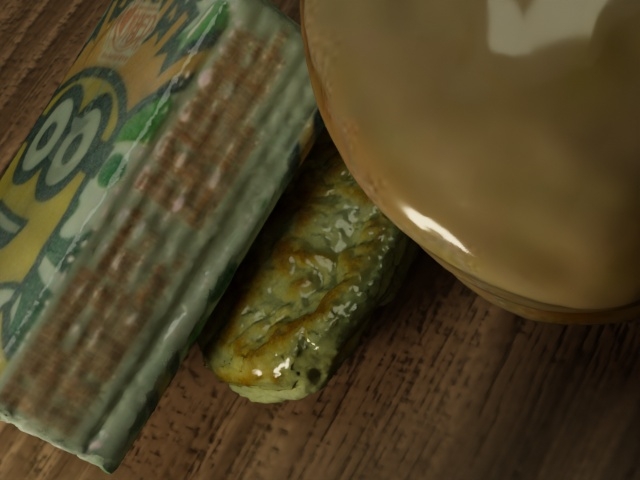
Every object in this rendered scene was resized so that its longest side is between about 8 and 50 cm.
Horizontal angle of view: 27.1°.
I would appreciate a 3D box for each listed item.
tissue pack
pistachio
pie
[{"bbox_3d":[-0.135,-0.025,0.902,0.311,0.128,0.228,-60,28,-5],"label":"tissue pack"},{"bbox_3d":[0.173,-0.145,0.760,0.365,0.281,0.445,21,58,1],"label":"pistachio"},{"bbox_3d":[0.000,0.000,0.901,0.201,0.090,0.248,-4,52,47],"label":"pie"}]
